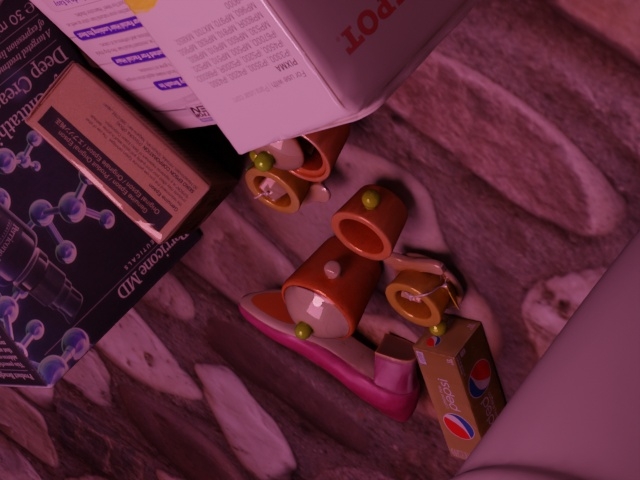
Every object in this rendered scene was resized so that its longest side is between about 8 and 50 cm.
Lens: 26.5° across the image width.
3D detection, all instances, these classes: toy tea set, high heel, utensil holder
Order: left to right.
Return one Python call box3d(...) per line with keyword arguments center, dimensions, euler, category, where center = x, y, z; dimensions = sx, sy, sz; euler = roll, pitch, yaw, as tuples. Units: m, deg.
box3d(center=(0.000, 0.000, 1.432), dimensions=(0.200, 0.124, 0.336), euler=(4, 139, 45), category="toy tea set")
box3d(center=(0.009, 0.141, 1.658), dimensions=(0.244, 0.082, 0.117), euler=(16, 131, 15), category="high heel")
box3d(center=(0.309, 0.188, 1.118), dimensions=(0.327, 0.385, 0.328), euler=(28, 145, 21), category="utensil holder")

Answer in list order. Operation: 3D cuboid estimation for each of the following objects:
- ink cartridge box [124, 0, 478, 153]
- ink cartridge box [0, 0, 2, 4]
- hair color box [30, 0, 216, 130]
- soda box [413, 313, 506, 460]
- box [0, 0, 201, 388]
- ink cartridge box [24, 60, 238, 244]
box3d(center=(-0.050, -0.300, 1.024), dimensions=(0.160, 0.279, 0.385), euler=(-13, 118, 53), category="ink cartridge box")
box3d(center=(-0.367, -0.337, 1.405), dimensions=(0.139, 0.082, 0.191), euler=(39, 108, 6), category="ink cartridge box")
box3d(center=(-0.181, -0.254, 1.303), dimensions=(0.185, 0.110, 0.339), euler=(-2, 141, 47), category="hair color box")
box3d(center=(0.165, 0.172, 1.545), dimensions=(0.058, 0.061, 0.181), euler=(12, 136, 37), category="soda box")
box3d(center=(-0.391, -0.061, 1.644), dimensions=(0.212, 0.293, 0.395), euler=(-4, 126, 49), category="box")
box3d(center=(-0.199, -0.095, 1.485), dimensions=(0.193, 0.088, 0.234), euler=(41, -174, 1), category="ink cartridge box")
